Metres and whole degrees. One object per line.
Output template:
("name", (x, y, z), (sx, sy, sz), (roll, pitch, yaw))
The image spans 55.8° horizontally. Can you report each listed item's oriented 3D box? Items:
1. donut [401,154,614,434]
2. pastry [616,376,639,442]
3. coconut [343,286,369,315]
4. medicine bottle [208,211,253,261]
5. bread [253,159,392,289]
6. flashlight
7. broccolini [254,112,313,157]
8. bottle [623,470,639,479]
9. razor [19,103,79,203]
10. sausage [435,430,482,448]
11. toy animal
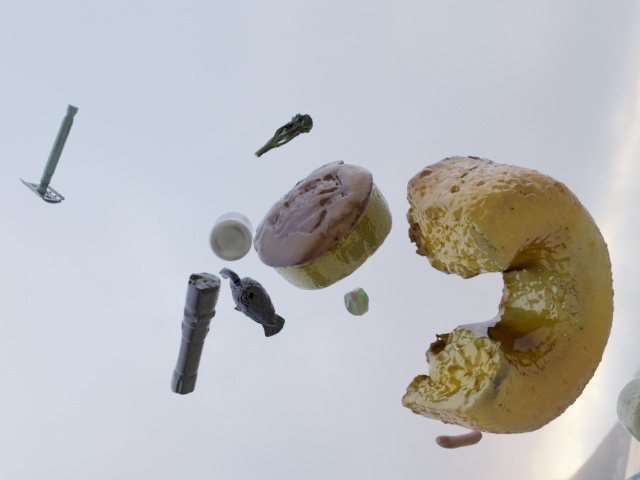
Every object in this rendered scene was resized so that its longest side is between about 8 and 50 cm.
("donut", (0.304, 0.082, 0.923), (0.378, 0.163, 0.434), (-12, -78, -31))
("pastry", (0.723, 0.366, 1.306), (0.092, 0.157, 0.156), (-76, -10, -80))
("coconut", (0.108, 0.186, 1.794), (0.081, 0.082, 0.083), (-32, -41, -39))
("medicine bottle", (-0.216, -0.015, 1.479), (0.186, 0.103, 0.102), (-118, 31, -78))
("bread", (0.004, -0.032, 1.147), (0.148, 0.270, 0.269), (48, -125, -31))
("flashlight", (-0.379, 0.284, 1.791), (0.103, 0.103, 0.423), (-29, -37, -54))
("broccolini", (-0.107, -0.307, 1.736), (0.203, 0.091, 0.068), (-34, -48, -24))
("bottle", (0.788, 0.529, 1.376), (0.060, 0.060, 0.217), (-35, -16, -52))
("razor", (-0.627, -0.213, 1.429), (0.068, 0.106, 0.231), (8, -71, -57))
("sausage", (0.413, 0.589, 1.785), (0.186, 0.043, 0.043), (6, -87, -37))
("toy animal", (-0.250, 0.213, 2.160), (0.122, 0.298, 0.185), (-36, -17, -23))
